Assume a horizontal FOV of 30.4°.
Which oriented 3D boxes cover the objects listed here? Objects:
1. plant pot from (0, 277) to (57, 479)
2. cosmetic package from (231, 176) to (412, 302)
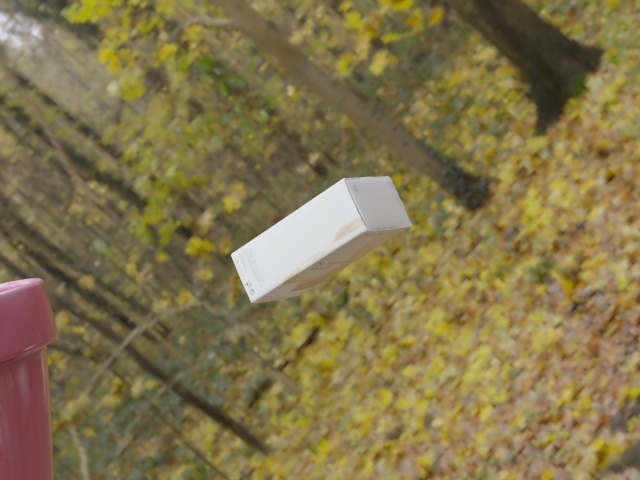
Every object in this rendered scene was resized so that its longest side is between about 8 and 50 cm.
[{"bbox_3d":[-0.303,0.141,0.958,0.201,0.180,0.201,-14,4,1],"label":"plant pot"},{"bbox_3d":[0.000,0.000,0.823,0.115,0.041,0.060,-33,-16,35],"label":"cosmetic package"}]
